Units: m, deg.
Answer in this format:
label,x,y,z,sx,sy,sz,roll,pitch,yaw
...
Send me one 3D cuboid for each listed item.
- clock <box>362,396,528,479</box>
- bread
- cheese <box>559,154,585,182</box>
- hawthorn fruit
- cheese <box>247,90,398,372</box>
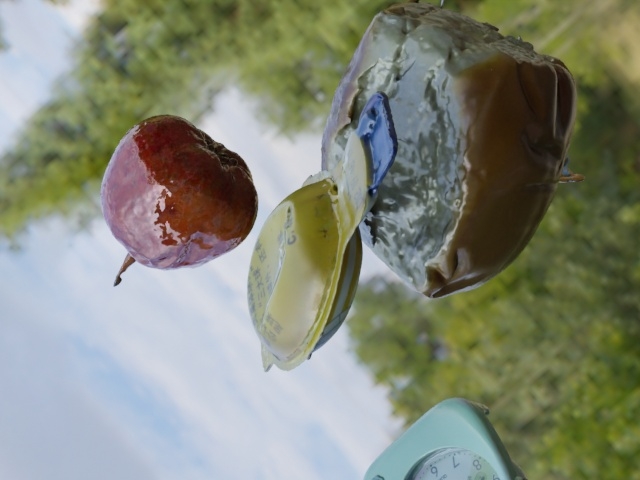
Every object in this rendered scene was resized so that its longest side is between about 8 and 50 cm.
label,x,y,z,sx,sy,sz,roll,pitch,yaw
clock,0.146,0.277,1.830,0.066,0.159,0.211,18,-146,-56
bread,0.113,-0.085,1.696,0.225,0.250,0.279,25,-166,14
cheese,0.255,-0.083,1.969,0.111,0.047,0.017,-116,21,-64
hawthorn fruit,-0.209,-0.037,2.392,0.207,0.243,0.207,38,-166,-11
cheese,0.000,0.000,1.495,0.069,0.270,0.177,13,-141,-19
